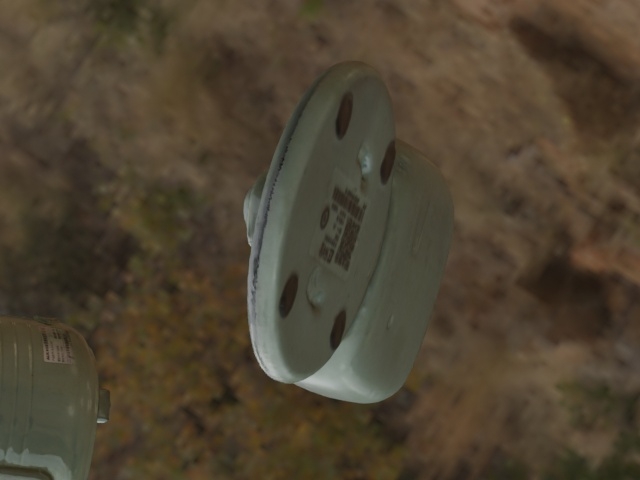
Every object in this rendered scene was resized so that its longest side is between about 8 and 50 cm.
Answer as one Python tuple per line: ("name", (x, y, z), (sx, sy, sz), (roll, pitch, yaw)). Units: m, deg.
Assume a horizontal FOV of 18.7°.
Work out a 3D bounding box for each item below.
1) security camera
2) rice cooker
("security camera", (0.000, 0.000, 1.005), (0.080, 0.157, 0.301), (15, 173, 16))
("rice cooker", (-0.325, 0.164, 1.740), (0.244, 0.226, 0.226), (12, 178, -17))
